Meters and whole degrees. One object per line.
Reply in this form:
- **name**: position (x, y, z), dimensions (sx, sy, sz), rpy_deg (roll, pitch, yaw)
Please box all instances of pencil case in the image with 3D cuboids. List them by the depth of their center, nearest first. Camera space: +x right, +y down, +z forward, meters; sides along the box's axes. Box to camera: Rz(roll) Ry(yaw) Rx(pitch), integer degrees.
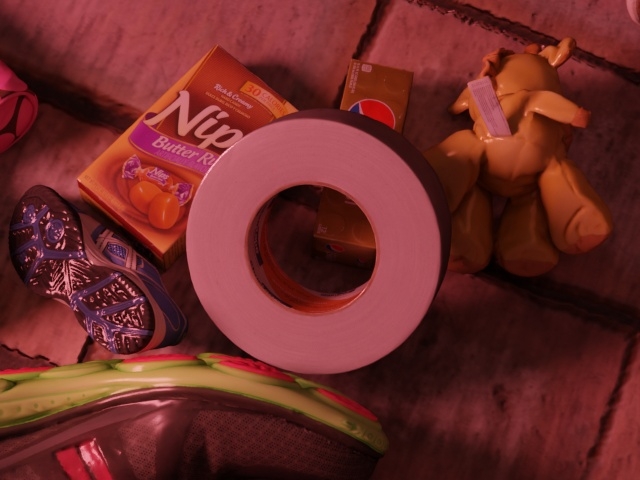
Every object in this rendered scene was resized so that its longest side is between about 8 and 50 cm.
- **pencil case**: position (-0.359, -0.163, 1.448), dimensions (0.209, 0.095, 0.098), rpy_deg (43, 89, 15)

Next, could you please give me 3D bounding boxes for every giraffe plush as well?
- **giraffe plush**: position (0.171, -0.094, 1.423), dimensions (0.181, 0.210, 0.170), rpy_deg (0, 34, 12)

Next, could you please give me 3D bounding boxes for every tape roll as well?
- **tape roll**: position (0.000, 0.000, 1.351), dimensions (0.219, 0.072, 0.219), rpy_deg (3, 103, 13)

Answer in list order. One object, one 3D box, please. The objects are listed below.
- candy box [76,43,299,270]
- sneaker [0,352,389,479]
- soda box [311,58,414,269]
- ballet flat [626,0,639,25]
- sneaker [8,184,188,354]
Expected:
- **candy box**: position (-0.117, -0.077, 1.446), dimensions (0.109, 0.053, 0.187), rpy_deg (39, 71, 12)
- **sneaker**: position (-0.184, 0.199, 1.296), dimensions (0.482, 0.185, 0.202), rpy_deg (-6, 88, -2)
- **soda box**: position (0.039, -0.069, 1.447), dimensions (0.061, 0.058, 0.181), rpy_deg (11, 69, 2)
- **ballet flat**: position (0.420, -0.332, 1.545), dimensions (0.400, 0.139, 0.139), rpy_deg (-32, 74, -18)
- **sneaker**: position (-0.198, 0.030, 1.395), dimensions (0.211, 0.081, 0.080), rpy_deg (46, 107, 29)
